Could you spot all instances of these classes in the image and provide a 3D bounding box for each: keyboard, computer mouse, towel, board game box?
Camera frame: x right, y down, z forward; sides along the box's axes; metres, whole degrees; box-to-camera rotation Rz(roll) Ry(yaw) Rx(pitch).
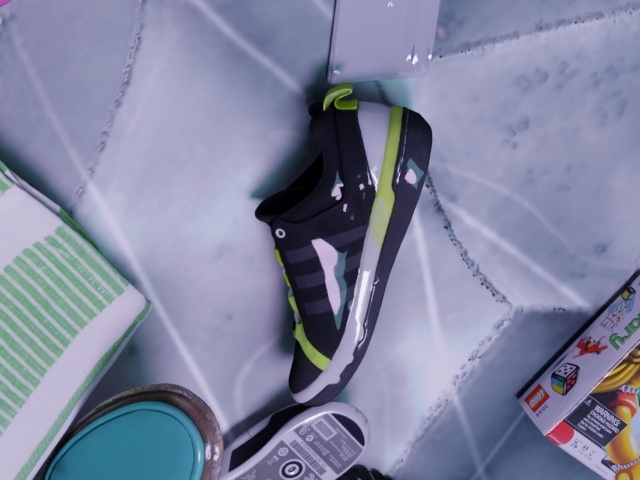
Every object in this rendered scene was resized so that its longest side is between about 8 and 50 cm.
[{"bbox_3d":[0.051,-0.213,1.236,0.072,0.014,0.256,-4,123,-17],"label":"keyboard"},{"bbox_3d":[-0.050,0.172,1.430,0.193,0.042,0.106,-35,125,7],"label":"computer mouse"},{"bbox_3d":[-0.246,0.053,1.166,0.248,0.038,0.325,-56,142,-12],"label":"towel"},{"bbox_3d":[0.317,0.134,1.568,0.193,0.053,0.305,-47,129,9],"label":"board game box"}]

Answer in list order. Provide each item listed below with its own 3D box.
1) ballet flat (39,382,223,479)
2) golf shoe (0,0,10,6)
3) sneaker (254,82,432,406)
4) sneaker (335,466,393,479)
[{"bbox_3d":[-0.145,0.192,1.340,0.316,0.107,0.106,-47,167,32],"label":"ballet flat"},{"bbox_3d":[-0.187,-0.261,1.026,0.140,0.115,0.306,-26,130,-12],"label":"golf shoe"},{"bbox_3d":[0.000,0.000,1.328,0.097,0.084,0.234,15,115,-6],"label":"sneaker"},{"bbox_3d":[0.058,0.245,1.504,0.094,0.081,0.208,-46,129,12],"label":"sneaker"}]
